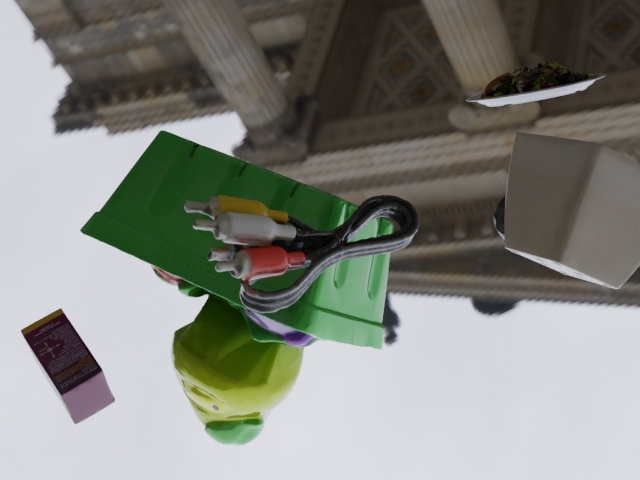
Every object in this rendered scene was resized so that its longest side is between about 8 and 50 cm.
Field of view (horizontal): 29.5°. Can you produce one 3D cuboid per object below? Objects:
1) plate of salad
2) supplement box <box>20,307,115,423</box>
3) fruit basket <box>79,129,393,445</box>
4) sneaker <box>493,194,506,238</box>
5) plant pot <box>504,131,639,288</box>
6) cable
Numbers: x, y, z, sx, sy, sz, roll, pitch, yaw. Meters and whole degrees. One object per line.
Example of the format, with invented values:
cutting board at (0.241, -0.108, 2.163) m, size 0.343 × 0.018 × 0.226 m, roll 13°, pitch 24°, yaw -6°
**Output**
plate of salad at (0.304, -0.227, 1.729) m, size 0.199 × 0.048 × 0.200 m, roll -10°, pitch -172°, yaw 1°
supplement box at (-0.223, 0.111, 1.073) m, size 0.043 × 0.055 × 0.083 m, roll -30°, pitch -125°, yaw -17°
fruit basket at (-0.113, 0.087, 1.566) m, size 0.392 × 0.283 × 0.392 m, roll -6°, pitch -103°, yaw 27°
sneaker at (0.293, -0.038, 1.537) m, size 0.108 × 0.100 × 0.271 m, roll 4°, pitch -169°, yaw 40°
plant pot at (0.212, -0.021, 0.992) m, size 0.109 × 0.109 × 0.096 m, roll 19°, pitch -93°, yaw 61°
cable at (0.000, 0.000, 1.313) m, size 0.287 × 0.072 × 0.139 m, roll -8°, pitch -130°, yaw -26°
